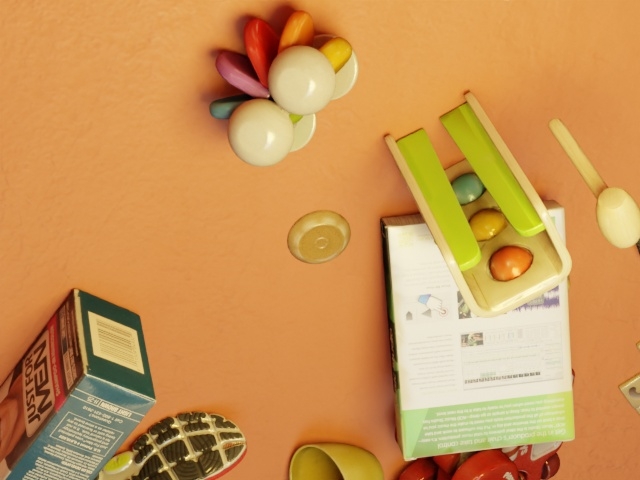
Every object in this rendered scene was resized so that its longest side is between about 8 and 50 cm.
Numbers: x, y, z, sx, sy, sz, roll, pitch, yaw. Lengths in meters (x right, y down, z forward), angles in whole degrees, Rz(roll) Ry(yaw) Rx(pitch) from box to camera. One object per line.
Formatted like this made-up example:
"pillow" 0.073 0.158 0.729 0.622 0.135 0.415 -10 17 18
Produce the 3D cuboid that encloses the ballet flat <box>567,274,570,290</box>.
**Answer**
"ballet flat" 0.254 0.114 1.818 0.080 0.073 0.232 24 116 -28

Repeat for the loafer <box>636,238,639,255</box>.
"loafer" 0.453 0.006 1.806 0.170 0.062 0.061 16 124 -24

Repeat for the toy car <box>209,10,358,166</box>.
"toy car" -0.053 -0.176 1.493 0.136 0.159 0.182 41 111 2

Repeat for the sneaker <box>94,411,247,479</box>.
"sneaker" -0.221 0.329 1.841 0.279 0.107 0.118 -26 146 8

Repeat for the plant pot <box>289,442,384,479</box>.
"plant pot" 0.034 0.343 1.900 0.095 0.134 0.134 -14 132 -38

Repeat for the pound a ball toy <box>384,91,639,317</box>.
"pound a ball toy" 0.225 -0.043 1.540 0.208 0.319 0.135 -28 128 5

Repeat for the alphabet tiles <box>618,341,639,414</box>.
"alphabet tiles" 0.630 0.178 2.010 0.343 0.011 0.285 -34 127 9

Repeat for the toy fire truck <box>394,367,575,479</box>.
"toy fire truck" 0.254 0.326 1.931 0.254 0.169 0.302 -21 131 -24

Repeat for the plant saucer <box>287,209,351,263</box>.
"plant saucer" 0.000 0.000 1.700 0.083 0.015 0.083 -8 126 -11

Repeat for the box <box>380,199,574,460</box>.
"box" 0.205 0.117 1.734 0.232 0.058 0.321 -6 103 -4

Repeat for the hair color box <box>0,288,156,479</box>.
"hair color box" -0.351 0.248 1.679 0.105 0.174 0.347 26 114 -29
